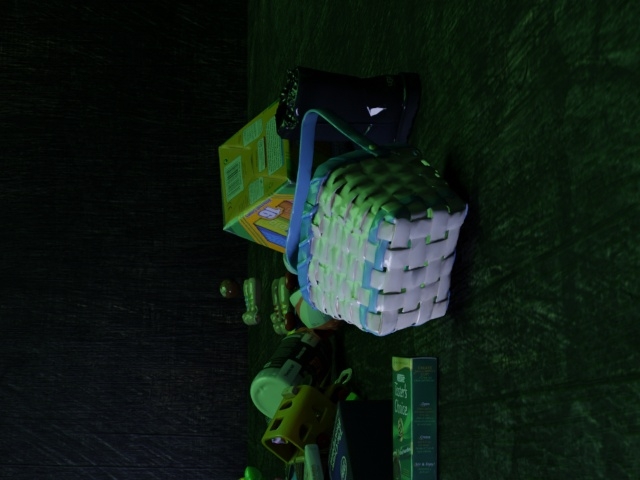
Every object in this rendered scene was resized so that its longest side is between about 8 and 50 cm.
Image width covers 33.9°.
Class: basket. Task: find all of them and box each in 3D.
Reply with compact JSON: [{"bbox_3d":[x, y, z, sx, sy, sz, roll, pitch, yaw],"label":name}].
[{"bbox_3d":[0.052,-0.016,1.419,0.289,0.201,0.254,35,129,40],"label":"basket"}]

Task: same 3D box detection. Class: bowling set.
[{"bbox_3d":[-0.173,0.181,2.848,0.287,0.200,0.154,137,133,-82],"label":"bowling set"}]

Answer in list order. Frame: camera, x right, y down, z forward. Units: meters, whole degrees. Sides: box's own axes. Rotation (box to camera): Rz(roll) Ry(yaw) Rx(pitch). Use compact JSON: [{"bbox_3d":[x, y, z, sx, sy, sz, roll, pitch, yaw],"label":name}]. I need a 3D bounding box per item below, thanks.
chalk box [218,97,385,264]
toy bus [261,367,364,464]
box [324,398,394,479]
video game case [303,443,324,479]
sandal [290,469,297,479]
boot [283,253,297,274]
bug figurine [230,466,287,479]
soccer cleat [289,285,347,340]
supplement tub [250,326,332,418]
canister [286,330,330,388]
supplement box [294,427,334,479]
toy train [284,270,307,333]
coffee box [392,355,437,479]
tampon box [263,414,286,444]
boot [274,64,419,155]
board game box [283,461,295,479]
[{"bbox_3d":[-0.004,-0.085,1.784,0.179,0.289,0.180,-34,50,37],"label":"chalk box"},{"bbox_3d":[-0.026,0.310,1.930,0.191,0.104,0.202,-46,19,7],"label":"toy bus"},{"bbox_3d":[0.069,0.408,1.660,0.184,0.103,0.261,-106,19,-52],"label":"box"},{"bbox_3d":[-0.007,0.489,1.727,0.206,0.026,0.227,-104,15,-58],"label":"video game case"},{"bbox_3d":[-0.053,0.584,2.242,0.126,0.138,0.317,-103,19,-63],"label":"sandal"},{"bbox_3d":[0.000,0.000,2.026,0.123,0.095,0.258,91,-159,-47],"label":"boot"},{"bbox_3d":[-0.063,0.540,2.053,0.216,0.072,0.279,58,156,-17],"label":"bug figurine"},{"bbox_3d":[0.029,0.108,1.995,0.116,0.109,0.318,62,158,6],"label":"soccer cleat"},{"bbox_3d":[-0.052,0.263,2.103,0.190,0.117,0.117,-53,-23,-50],"label":"supplement tub"},{"bbox_3d":[-0.037,0.272,2.314,0.170,0.073,0.126,-120,52,-69],"label":"canister"},{"bbox_3d":[-0.002,0.404,2.052,0.188,0.104,0.080,-109,22,-64],"label":"supplement box"},{"bbox_3d":[-0.019,0.085,2.255,0.143,0.105,0.248,56,-145,-84],"label":"toy train"},{"bbox_3d":[0.132,0.254,1.480,0.113,0.040,0.184,160,110,-80],"label":"coffee box"},{"bbox_3d":[-0.057,0.385,2.328,0.161,0.120,0.101,-121,35,-72],"label":"tampon box"},{"bbox_3d":[0.030,-0.175,1.644,0.246,0.207,0.094,103,165,-53],"label":"boot"},{"bbox_3d":[-0.079,0.528,2.719,0.186,0.026,0.126,-101,16,-53],"label":"board game box"}]
